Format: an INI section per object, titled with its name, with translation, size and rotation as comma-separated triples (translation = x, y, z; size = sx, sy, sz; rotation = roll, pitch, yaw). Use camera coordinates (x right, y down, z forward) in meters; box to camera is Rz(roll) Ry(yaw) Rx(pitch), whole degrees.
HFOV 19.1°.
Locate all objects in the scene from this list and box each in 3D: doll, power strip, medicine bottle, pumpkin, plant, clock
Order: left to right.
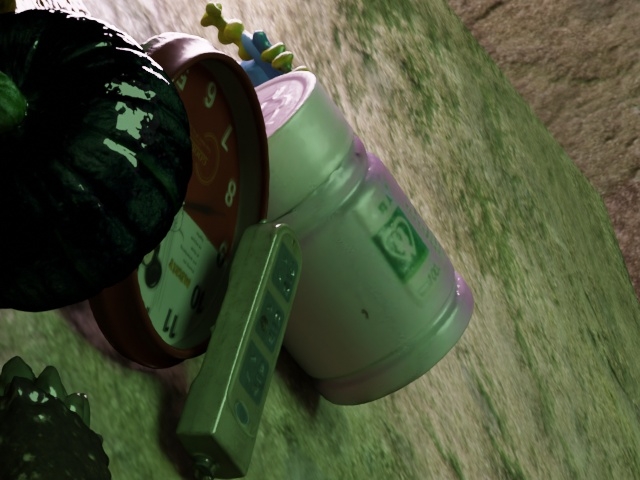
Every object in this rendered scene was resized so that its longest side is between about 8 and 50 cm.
[plant]
translation = -0.218, 0.175, 1.353
size = 0.129, 0.132, 0.194
rotation = 53, 7, -35
[pumpkin]
translation = -0.232, -0.076, 1.488
size = 0.248, 0.248, 0.248
rotation = 51, 20, -27
[clock]
translation = -0.142, -0.037, 1.799
size = 0.318, 0.080, 0.318
rotation = 7, 90, -68
[power strip]
translation = -0.072, 0.097, 1.817
size = 0.080, 0.048, 0.286
rotation = 62, 35, -47
[doll]
translation = -0.019, -0.107, 2.303
size = 0.341, 0.099, 0.346
rotation = 51, -7, 35
[medicine bottle]
translation = 0.000, 0.000, 2.088
size = 0.325, 0.212, 0.212
rotation = 53, 19, -20

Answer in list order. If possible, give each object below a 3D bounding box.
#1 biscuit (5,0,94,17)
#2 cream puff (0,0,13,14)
[biscuit]
translation = -0.282, -0.203, 1.865
size = 0.283, 0.064, 0.432
rotation = 46, 24, -55
[cream puff]
translation = -0.328, -0.286, 1.551
size = 0.244, 0.244, 0.196
rotation = -85, 178, -61
